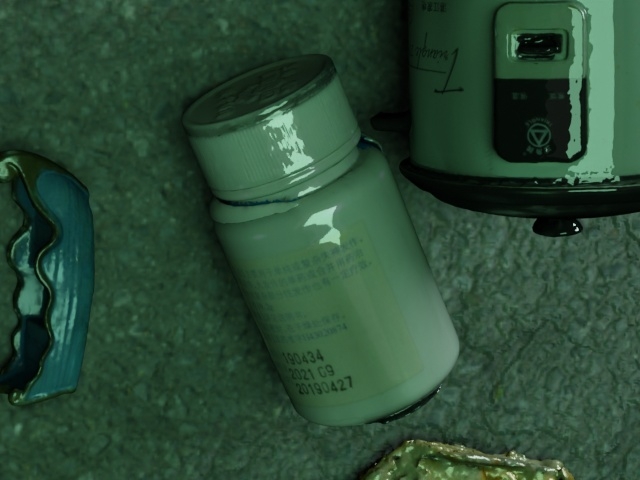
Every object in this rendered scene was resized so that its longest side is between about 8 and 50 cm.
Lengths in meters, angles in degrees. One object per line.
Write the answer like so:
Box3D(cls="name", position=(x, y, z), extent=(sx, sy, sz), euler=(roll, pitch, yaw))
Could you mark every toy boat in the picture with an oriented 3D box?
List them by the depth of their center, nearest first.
Box3D(cls="toy boat", position=(-0.214, 0.027, 1.268), extent=(0.077, 0.075, 0.185), euler=(4, 98, -30))

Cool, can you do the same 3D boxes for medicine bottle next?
Box3D(cls="medicine bottle", position=(0.000, 0.000, 1.305), extent=(0.143, 0.143, 0.258), euler=(-27, 112, -13))

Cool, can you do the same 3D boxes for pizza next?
Box3D(cls="pizza", position=(0.089, 0.261, 1.440), extent=(0.297, 0.071, 0.189), euler=(4, 102, -21))

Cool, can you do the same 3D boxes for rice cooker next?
Box3D(cls="rice cooker", position=(0.177, -0.116, 1.294), extent=(0.280, 0.241, 0.227), euler=(1, 101, 11))
